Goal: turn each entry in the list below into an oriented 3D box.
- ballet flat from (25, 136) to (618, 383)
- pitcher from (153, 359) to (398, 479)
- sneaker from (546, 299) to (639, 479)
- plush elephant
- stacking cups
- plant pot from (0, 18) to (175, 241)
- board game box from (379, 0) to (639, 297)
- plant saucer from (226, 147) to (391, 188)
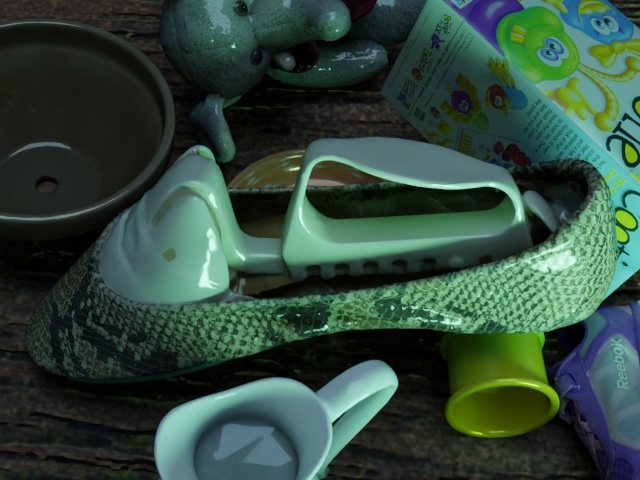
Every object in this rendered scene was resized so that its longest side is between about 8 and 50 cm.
[{"bbox_3d":[-0.013,-0.002,0.788,0.482,0.182,0.164,-5,47,5],"label":"ballet flat"},{"bbox_3d":[-0.033,0.167,0.707,0.177,0.207,0.125,-22,60,-23],"label":"pitcher"},{"bbox_3d":[0.240,0.144,0.848,0.104,0.095,0.236,7,48,4],"label":"sneaker"},{"bbox_3d":[-0.046,-0.231,0.972,0.329,0.272,0.255,-7,35,21],"label":"plush elephant"},{"bbox_3d":[0.148,0.020,0.927,0.096,0.096,0.316,5,49,-6],"label":"stacking cups"},{"bbox_3d":[-0.250,-0.081,0.916,0.237,0.110,0.237,4,55,-6],"label":"plant pot"},{"bbox_3d":[0.212,-0.108,0.888,0.142,0.144,0.275,-38,78,-31],"label":"board game box"},{"bbox_3d":[0.000,0.000,0.942,0.199,0.037,0.200,5,53,-6],"label":"plant saucer"}]
